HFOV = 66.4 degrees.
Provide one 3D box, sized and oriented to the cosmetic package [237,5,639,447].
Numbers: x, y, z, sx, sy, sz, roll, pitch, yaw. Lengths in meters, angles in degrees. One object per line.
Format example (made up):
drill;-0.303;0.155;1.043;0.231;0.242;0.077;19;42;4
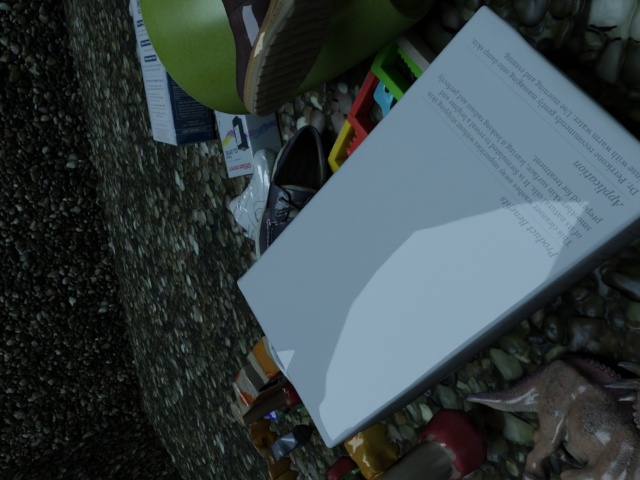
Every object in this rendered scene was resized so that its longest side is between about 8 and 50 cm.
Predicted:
cosmetic package;0.111;0.009;0.494;0.385;0.156;0.217;-46;63;29

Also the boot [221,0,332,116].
boot;-0.083;-0.271;0.469;0.207;0.090;0.248;39;132;20

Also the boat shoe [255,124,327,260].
boat shoe;-0.041;-0.059;0.771;0.092;0.102;0.285;112;167;-60

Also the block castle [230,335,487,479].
block castle;0.035;0.287;0.813;0.303;0.212;0.453;57;146;18

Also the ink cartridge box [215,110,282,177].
ink cartridge box;-0.143;-0.218;0.973;0.127;0.072;0.175;1;104;55

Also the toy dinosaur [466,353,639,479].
toy dinosaur;0.280;0.171;0.479;0.295;0.127;0.200;-156;63;-64

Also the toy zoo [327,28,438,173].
toy zoo;0.099;-0.119;0.693;0.192;0.030;0.293;58;144;23

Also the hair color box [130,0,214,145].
hair color box;-0.352;-0.412;1.168;0.174;0.105;0.347;22;122;50

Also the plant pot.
plant pot;-0.019;-0.304;0.589;0.293;0.274;0.275;6;109;41

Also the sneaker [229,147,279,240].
sneaker;-0.122;-0.072;0.923;0.115;0.090;0.232;12;133;11

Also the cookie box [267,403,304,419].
cookie box;-0.075;0.353;1.092;0.092;0.107;0.040;-17;91;58
